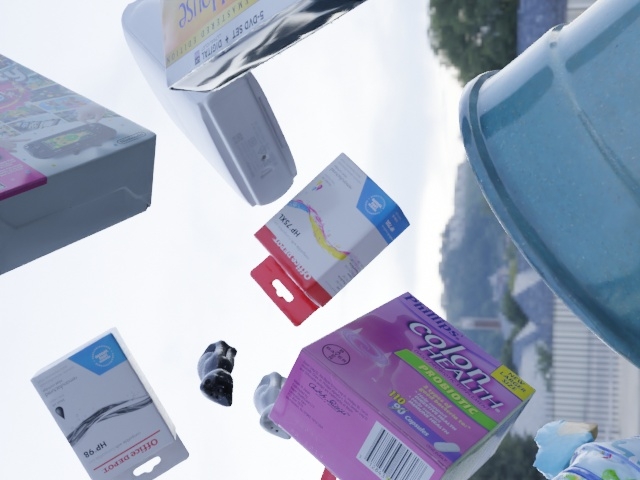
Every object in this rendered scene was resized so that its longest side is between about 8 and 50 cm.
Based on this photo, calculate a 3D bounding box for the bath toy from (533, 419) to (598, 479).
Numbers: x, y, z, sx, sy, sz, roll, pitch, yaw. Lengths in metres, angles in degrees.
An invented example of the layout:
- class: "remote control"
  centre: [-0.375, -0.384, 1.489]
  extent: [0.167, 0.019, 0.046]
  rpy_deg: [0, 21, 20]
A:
- class: "bath toy"
  centre: [0.440, 0.463, 1.504]
  extent: [0.129, 0.151, 0.348]
  rpy_deg: [2, 115, 65]

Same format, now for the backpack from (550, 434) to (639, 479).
- class: "backpack"
  centre: [0.365, 0.383, 1.010]
  extent: [0.290, 0.273, 0.356]
  rpy_deg: [-150, 66, -75]

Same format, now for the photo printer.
- class: "photo printer"
  centre: [-0.176, -0.221, 1.418]
  extent: [0.307, 0.107, 0.256]
  rpy_deg: [47, 169, 37]

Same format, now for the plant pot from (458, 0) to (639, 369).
- class: "plant pot"
  centre: [0.339, -0.108, 0.686]
  extent: [0.334, 0.341, 0.341]
  rpy_deg: [-46, 13, 34]

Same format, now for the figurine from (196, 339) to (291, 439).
- class: "figurine"
  centre: [-0.142, 0.301, 1.837]
  extent: [0.092, 0.215, 0.209]
  rpy_deg: [-58, 9, 6]

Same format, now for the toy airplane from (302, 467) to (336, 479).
- class: "toy airplane"
  centre: [0.025, 0.411, 1.513]
  extent: [0.028, 0.151, 0.151]
  rpy_deg: [43, -133, -46]

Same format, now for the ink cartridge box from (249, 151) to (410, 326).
- class: "ink cartridge box"
  centre: [0.000, 0.000, 1.394]
  extent: [0.231, 0.134, 0.078]
  rpy_deg: [-43, -29, -1]

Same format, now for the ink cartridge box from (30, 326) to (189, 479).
- class: "ink cartridge box"
  centre: [-0.233, 0.202, 1.068]
  extent: [0.180, 0.104, 0.060]
  rpy_deg: [60, 173, -6]

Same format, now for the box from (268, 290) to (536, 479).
- class: "box"
  centre: [0.103, 0.197, 1.142]
  extent: [0.243, 0.213, 0.117]
  rpy_deg: [-20, -38, -52]

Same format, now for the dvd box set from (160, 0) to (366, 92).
- class: "dvd box set"
  centre: [-0.079, -0.380, 0.887]
  extent: [0.062, 0.307, 0.421]
  rpy_deg: [-2, -95, -32]

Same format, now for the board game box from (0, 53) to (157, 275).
- class: "board game box"
  centre: [-0.357, -0.097, 0.973]
  extent: [0.224, 0.303, 0.098]
  rpy_deg: [-30, -41, -48]
